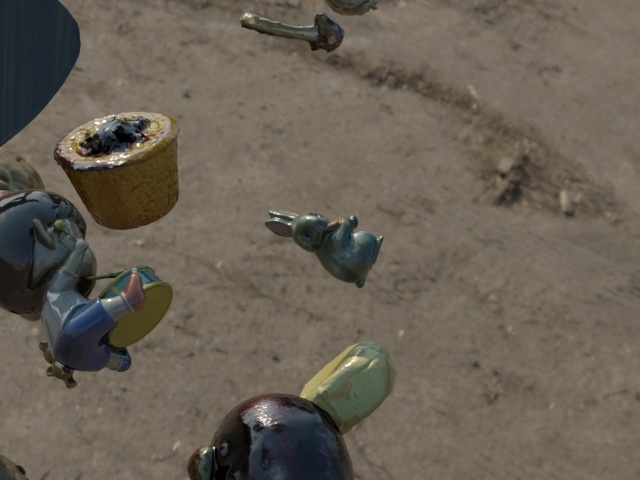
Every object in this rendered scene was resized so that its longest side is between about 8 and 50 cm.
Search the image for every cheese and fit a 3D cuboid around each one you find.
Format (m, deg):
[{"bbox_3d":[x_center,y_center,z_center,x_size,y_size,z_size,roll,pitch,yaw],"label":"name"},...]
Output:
[{"bbox_3d":[0.046,0.295,1.965,0.117,0.226,0.214,53,5,-5],"label":"cheese"}]

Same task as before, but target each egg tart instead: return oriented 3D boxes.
[{"bbox_3d":[-0.329,-0.123,1.662,0.215,0.170,0.215,-9,31,5],"label":"egg tart"}]

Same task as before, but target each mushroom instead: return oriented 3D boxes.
[{"bbox_3d":[-0.051,-0.344,1.571,0.187,0.061,0.060,16,31,17],"label":"mushroom"}]

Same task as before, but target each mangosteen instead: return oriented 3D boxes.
[{"bbox_3d":[-0.086,0.415,1.751,0.293,0.297,0.297,20,30,-26],"label":"mangosteen"}]

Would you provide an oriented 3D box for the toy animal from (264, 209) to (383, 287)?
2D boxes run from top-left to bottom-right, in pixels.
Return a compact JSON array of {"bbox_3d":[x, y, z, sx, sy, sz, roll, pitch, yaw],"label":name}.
[{"bbox_3d":[0.007,-0.001,1.955,0.237,0.108,0.138,19,72,-10],"label":"toy animal"}]

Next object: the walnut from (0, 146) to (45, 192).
[{"bbox_3d":[-0.651,-0.039,1.807,0.313,0.252,0.277,-3,46,-25],"label":"walnut"}]

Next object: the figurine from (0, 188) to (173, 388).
[{"bbox_3d":[-0.307,0.030,1.135,0.275,0.161,0.158,42,41,17],"label":"figurine"}]

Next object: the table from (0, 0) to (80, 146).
[{"bbox_3d":[-0.466,-0.205,1.202,0.318,0.317,0.249,8,-7,-22],"label":"table"}]

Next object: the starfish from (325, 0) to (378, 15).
[{"bbox_3d":[0.087,-0.554,1.398,0.324,0.431,0.082,-34,48,-27],"label":"starfish"}]

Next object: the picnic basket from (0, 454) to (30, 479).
[{"bbox_3d":[-0.515,0.396,1.530,0.128,0.178,0.137,-38,91,-20],"label":"picnic basket"}]
